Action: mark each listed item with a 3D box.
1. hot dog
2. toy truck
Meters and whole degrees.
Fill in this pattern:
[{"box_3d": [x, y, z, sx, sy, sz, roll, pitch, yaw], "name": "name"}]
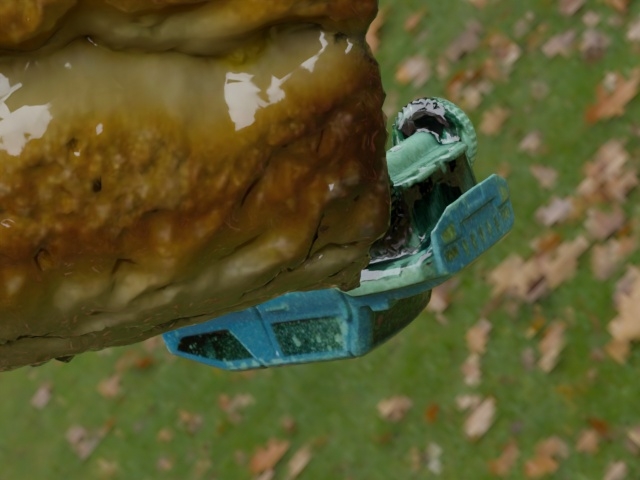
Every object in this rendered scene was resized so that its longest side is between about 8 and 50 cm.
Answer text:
[{"box_3d": [-0.170, -0.087, 0.942, 0.365, 0.367, 0.196, -21, 31, -25], "name": "hot dog"}, {"box_3d": [0.000, 0.000, 1.412, 0.279, 0.156, 0.155, -9, 16, 35], "name": "toy truck"}]
